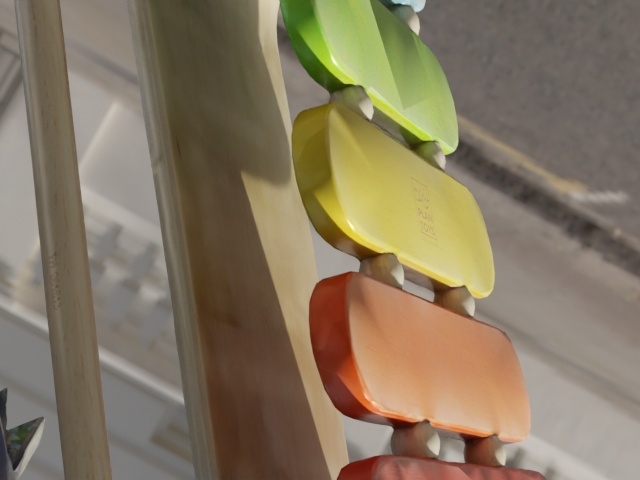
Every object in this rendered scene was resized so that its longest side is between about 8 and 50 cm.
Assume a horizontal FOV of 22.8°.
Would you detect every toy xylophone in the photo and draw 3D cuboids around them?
[{"bbox_3d":[0.000,0.000,0.475,0.081,0.323,0.236,-15,173,18],"label":"toy xylophone"}]

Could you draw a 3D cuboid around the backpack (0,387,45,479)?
[{"bbox_3d":[-0.221,0.082,0.447,0.290,0.273,0.355,30,-160,-24],"label":"backpack"}]
